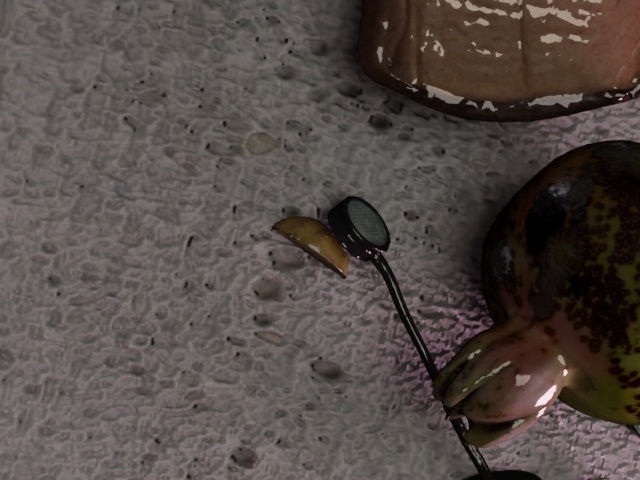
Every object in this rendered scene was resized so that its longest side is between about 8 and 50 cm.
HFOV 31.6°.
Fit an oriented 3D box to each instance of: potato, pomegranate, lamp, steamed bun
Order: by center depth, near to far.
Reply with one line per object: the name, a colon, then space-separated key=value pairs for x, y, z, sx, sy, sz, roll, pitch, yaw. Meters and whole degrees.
pomegranate: x=0.247 y=0.067 z=1.090 sx=0.341 sy=0.285 sz=0.285 roll=-34 pitch=98 yaw=-20
steamed bun: x=0.186 y=-0.250 z=1.127 sx=0.301 sy=0.199 sz=0.251 roll=2 pitch=106 yaw=-5
potato: x=0.000 y=0.000 z=1.151 sx=0.093 sy=0.037 sz=0.036 roll=35 pitch=77 yaw=-11
lamp: x=0.089 y=0.140 z=1.151 sx=0.108 sy=0.130 sz=0.371 roll=-34 pitch=95 yaw=30

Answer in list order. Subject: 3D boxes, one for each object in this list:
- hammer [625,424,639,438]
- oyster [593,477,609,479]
hammer: x=0.420 y=0.128 z=1.255 sx=0.159 sy=0.041 sz=0.226 roll=36 pitch=81 yaw=-12
oyster: x=0.296 y=0.382 z=1.205 sx=0.162 sy=0.107 sz=0.232 roll=-20 pitch=76 yaw=-9
